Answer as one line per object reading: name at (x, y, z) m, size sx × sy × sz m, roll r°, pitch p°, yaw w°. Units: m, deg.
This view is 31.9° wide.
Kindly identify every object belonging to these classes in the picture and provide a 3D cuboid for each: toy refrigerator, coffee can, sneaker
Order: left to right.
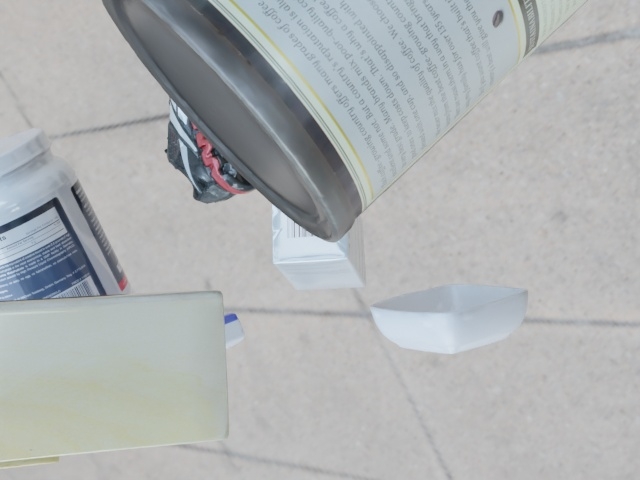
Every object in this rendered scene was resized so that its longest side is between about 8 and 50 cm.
toy refrigerator at (-0.194, 0.081, 0.627) m, size 0.102 × 0.269 × 0.094 m, roll 172°, pitch 95°, yaw -71°
sneaker at (-0.176, -0.173, 1.588) m, size 0.135 × 0.098 × 0.276 m, roll -34°, pitch 73°, yaw 43°
coffee can at (0.039, -0.163, 0.655) m, size 0.201 × 0.275 × 0.201 m, roll 46°, pitch 172°, yaw 8°

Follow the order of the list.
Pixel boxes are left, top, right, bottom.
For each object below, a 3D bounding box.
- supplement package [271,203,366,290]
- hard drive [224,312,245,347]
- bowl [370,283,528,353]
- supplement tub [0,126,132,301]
supplement package at (0.000, 0.000, 1.549) m, size 0.105 × 0.105 × 0.179 m, roll -4°, pitch 165°, yaw 8°
hard drive at (-0.273, 0.179, 1.378) m, size 0.210 × 0.319 × 0.040 m, roll -29°, pitch 82°, yaw 50°
bowl at (0.142, 0.086, 1.224) m, size 0.142 × 0.142 × 0.053 m, roll 1°, pitch 99°, yaw 53°
supplement tub at (-0.393, 0.003, 1.523) m, size 0.191 × 0.191 × 0.272 m, roll -2°, pitch 117°, yaw 48°
